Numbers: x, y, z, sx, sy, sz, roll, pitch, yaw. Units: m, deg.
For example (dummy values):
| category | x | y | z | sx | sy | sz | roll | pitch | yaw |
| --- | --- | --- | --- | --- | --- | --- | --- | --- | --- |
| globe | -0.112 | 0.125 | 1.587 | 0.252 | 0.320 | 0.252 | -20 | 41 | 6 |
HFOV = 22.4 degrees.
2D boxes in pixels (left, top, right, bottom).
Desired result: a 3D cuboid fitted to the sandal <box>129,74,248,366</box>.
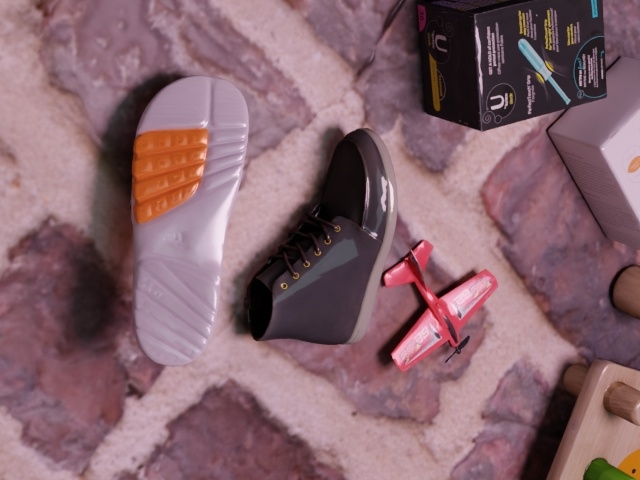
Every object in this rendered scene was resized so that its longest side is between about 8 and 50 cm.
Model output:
| category | x | y | z | sx | sy | sz | roll | pitch | yaw |
| --- | --- | --- | --- | --- | --- | --- | --- | --- | --- |
| sandal | -0.132 | -0.020 | 1.484 | 0.102 | 0.076 | 0.265 | 9 | 89 | -11 |

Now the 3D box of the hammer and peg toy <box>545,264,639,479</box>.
| category | x | y | z | sx | sy | sz | roll | pitch | yaw |
| --- | --- | --- | --- | --- | --- | --- | --- | --- | --- |
| hammer and peg toy | 0.387 | 0.230 | 1.869 | 0.266 | 0.127 | 0.361 | 19 | 94 | -36 |

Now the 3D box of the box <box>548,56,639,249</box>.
| category | x | y | z | sx | sy | sz | roll | pitch | yaw |
| --- | --- | --- | --- | --- | --- | --- | --- | --- | --- |
| box | 0.350 | -0.092 | 1.767 | 0.130 | 0.091 | 0.170 | -43 | 123 | -14 |

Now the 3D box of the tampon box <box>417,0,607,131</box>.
| category | x | y | z | sx | sy | sz | roll | pitch | yaw |
| --- | --- | --- | --- | --- | --- | --- | --- | --- | --- |
| tampon box | 0.192 | -0.192 | 1.626 | 0.161 | 0.101 | 0.120 | -16 | 113 | -27 |

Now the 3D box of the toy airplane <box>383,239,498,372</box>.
| category | x | y | z | sx | sy | sz | roll | pitch | yaw |
| --- | --- | --- | --- | --- | --- | --- | --- | --- | --- |
| toy airplane | 0.115 | 0.065 | 1.702 | 0.151 | 0.028 | 0.151 | -10 | 109 | -32 |

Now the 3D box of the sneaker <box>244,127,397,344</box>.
| category | x | y | z | sx | sy | sz | roll | pitch | yaw |
| --- | --- | --- | --- | --- | --- | --- | --- | --- | --- |
| sneaker | 0.000 | 0.000 | 1.573 | 0.118 | 0.083 | 0.222 | -1 | 106 | -32 |
